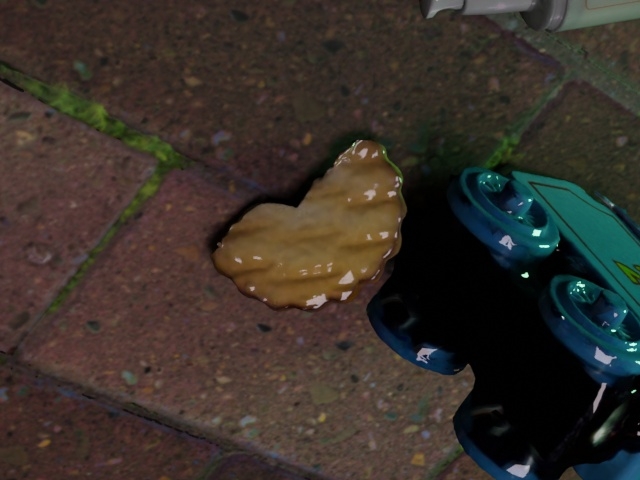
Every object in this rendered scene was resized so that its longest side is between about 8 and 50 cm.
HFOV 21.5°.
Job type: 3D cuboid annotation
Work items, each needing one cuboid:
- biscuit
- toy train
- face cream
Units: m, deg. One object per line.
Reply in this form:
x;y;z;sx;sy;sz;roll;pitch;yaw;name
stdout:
0.000;0.000;1.473;0.183;0.061;0.118;-31;90;4;biscuit
0.206;0.073;1.459;0.265;0.300;0.188;7;125;-42;toy train
0.200;-0.220;1.357;0.251;0.101;0.101;-10;130;-14;face cream
